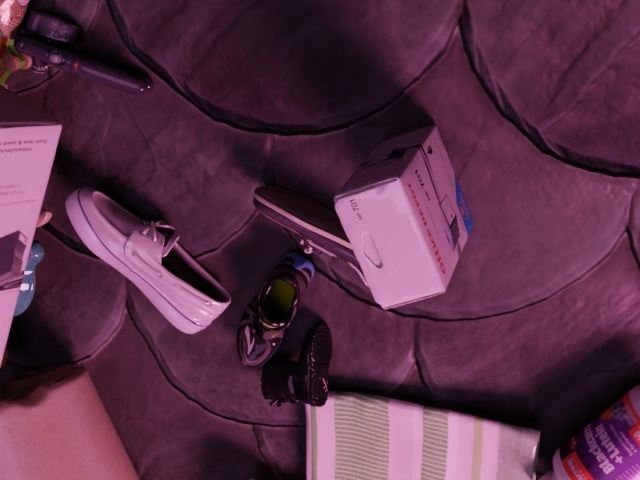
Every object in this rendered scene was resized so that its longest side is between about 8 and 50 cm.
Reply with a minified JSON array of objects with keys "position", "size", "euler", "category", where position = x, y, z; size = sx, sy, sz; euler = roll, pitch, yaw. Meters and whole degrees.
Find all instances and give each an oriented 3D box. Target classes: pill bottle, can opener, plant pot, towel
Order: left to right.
[{"position":[-0.411,0.361,1.271],"size":[0.334,0.334,0.305],"euler":[-12,98,23],"category":"plant pot"},{"position":[-0.302,-0.228,1.089],"size":[0.186,0.059,0.073],"euler":[26,119,6],"category":"can opener"},{"position":[0.130,0.335,1.194],"size":[0.325,0.038,0.248],"euler":[9,115,22],"category":"towel"},{"position":[0.357,0.277,1.056],"size":[0.108,0.108,0.193],"euler":[41,112,-3],"category":"pill bottle"}]

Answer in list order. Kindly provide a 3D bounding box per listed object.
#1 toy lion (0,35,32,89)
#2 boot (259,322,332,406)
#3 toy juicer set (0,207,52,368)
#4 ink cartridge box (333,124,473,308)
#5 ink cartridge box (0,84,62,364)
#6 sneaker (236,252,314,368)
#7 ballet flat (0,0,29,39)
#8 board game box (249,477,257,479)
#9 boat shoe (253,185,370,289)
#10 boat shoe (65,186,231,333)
[{"position":[-0.439,-0.252,1.144],"size":[0.100,0.034,0.096],"euler":[-39,90,29],"category":"toy lion"},{"position":[-0.035,0.172,1.186],"size":[0.099,0.045,0.121],"euler":[1,86,41],"category":"boot"},{"position":[-0.497,0.024,1.267],"size":[0.209,0.089,0.329],"euler":[41,117,20],"category":"toy juicer set"},{"position":[0.100,-0.032,0.967],"size":[0.082,0.190,0.139],"euler":[-17,108,24],"category":"ink cartridge box"},{"position":[-0.534,-0.030,1.129],"size":[0.285,0.166,0.395],"euler":[31,113,24],"category":"ink cartridge box"},{"position":[-0.071,0.099,1.148],"size":[0.067,0.078,0.188],"euler":[31,120,3],"category":"sneaker"},{"position":[-0.391,-0.354,1.060],"size":[0.067,0.073,0.206],"euler":[-8,115,6],"category":"ballet flat"},{"position":[0.007,0.497,1.295],"size":[0.317,0.046,0.213],"euler":[25,134,7],"category":"board game box"},{"position":[0.000,0.000,1.083],"size":[0.206,0.075,0.065],"euler":[27,116,0],"category":"boat shoe"},{"position":[-0.227,0.012,1.164],"size":[0.084,0.095,0.258],"euler":[-38,108,25],"category":"boat shoe"}]
